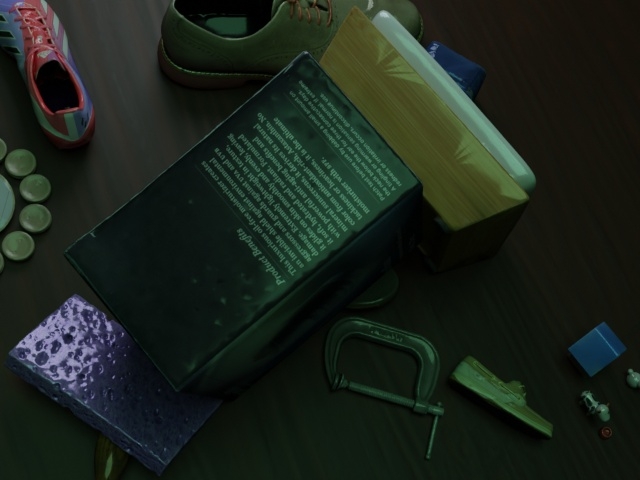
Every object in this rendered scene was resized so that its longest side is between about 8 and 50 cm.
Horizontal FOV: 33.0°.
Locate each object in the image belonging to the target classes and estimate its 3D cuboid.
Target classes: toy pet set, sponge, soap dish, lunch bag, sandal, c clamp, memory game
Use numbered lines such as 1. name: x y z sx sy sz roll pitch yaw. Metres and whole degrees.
1. toy pet set: 0.356 0.153 1.280 0.122 0.065 0.114 -32 76 -20
2. sponge: -0.222 0.154 1.177 0.210 0.031 0.117 35 41 5
3. soap dish: 0.108 -0.104 1.262 0.118 0.229 0.291 -38 78 -10
4. lunch bag: 0.154 -0.202 1.391 0.098 0.067 0.065 29 66 4
5. sandal: 0.000 0.000 1.286 0.219 0.060 0.090 44 68 10
6. c clamp: 0.074 0.160 1.253 0.160 0.022 0.137 22 66 -1
7. memory game: -0.405 -0.040 1.260 0.186 0.012 0.186 3 68 -8

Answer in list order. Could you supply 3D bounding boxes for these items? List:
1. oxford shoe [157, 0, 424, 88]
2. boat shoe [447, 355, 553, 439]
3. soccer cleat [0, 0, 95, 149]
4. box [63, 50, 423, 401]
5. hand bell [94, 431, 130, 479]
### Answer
1. oxford shoe: -0.027 -0.266 1.352 0.348 0.130 0.123 -11 70 -14
2. boat shoe: 0.215 0.181 1.253 0.135 0.050 0.045 33 72 5
3. soccer cleat: -0.336 -0.225 1.303 0.083 0.095 0.248 -21 73 -17
4. box: -0.057 0.007 1.108 0.294 0.296 0.183 -39 79 -2
5. hand bell: -0.231 0.278 1.126 0.126 0.126 0.242 10 54 -5
